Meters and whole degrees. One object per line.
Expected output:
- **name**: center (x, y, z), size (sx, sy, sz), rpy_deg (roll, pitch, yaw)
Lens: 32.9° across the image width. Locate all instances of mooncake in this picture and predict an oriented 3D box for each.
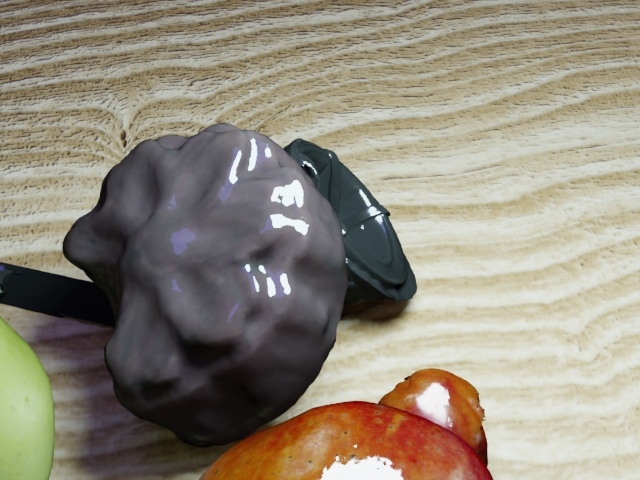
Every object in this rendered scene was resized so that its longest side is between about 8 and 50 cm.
- **mooncake**: center (-0.144, 0.037, 1.354), size (0.350, 0.212, 0.381), rpy_deg (-42, 54, 4)

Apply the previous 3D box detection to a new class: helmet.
- **helmet**: center (0.000, 0.000, 1.550), size (0.160, 0.279, 0.230), rpy_deg (-34, -5, 20)

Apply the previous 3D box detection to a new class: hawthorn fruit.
- **hawthorn fruit**: center (0.140, 0.238, 1.283), size (0.148, 0.148, 0.172), rpy_deg (-23, 54, -24)

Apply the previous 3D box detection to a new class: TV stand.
- **TV stand**: center (-0.374, 0.082, 1.577), size (0.257, 0.040, 0.049), rpy_deg (11, 41, 17)

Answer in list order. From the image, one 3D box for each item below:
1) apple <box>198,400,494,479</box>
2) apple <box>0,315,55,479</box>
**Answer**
- **apple**: center (0.001, 0.326, 1.094), size (0.295, 0.329, 0.365), rpy_deg (41, 35, 0)
- **apple**: center (-0.467, 0.206, 1.199), size (0.357, 0.357, 0.357), rpy_deg (-1, 39, 1)
